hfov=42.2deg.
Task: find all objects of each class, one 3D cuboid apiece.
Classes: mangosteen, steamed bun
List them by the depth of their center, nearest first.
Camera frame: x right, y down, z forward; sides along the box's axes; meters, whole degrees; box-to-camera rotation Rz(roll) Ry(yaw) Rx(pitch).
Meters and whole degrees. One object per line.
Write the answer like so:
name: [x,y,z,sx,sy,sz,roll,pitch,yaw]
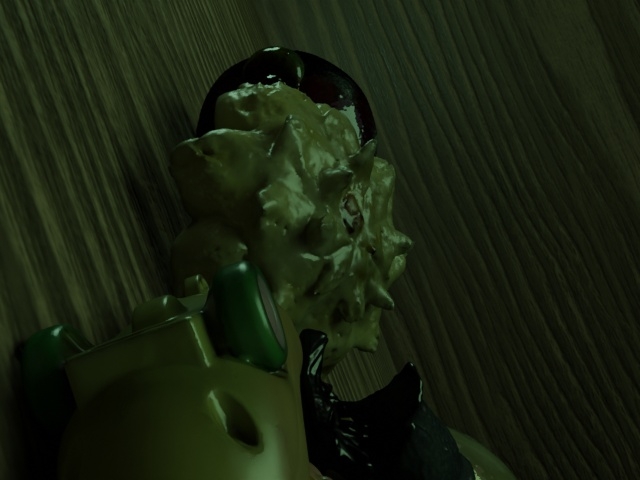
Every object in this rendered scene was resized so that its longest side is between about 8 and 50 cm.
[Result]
steamed bun: [0.000,0.000,0.761,0.292,0.137,0.295,-4,92,-58]
mangosteen: [-0.041,-0.110,0.942,0.216,0.216,0.216,-22,90,-84]

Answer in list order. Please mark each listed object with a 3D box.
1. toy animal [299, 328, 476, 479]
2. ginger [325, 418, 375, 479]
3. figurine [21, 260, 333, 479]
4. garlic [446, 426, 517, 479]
toy animal: [0.072,0.149,0.661,0.210,0.117,0.121,25,26,-33]
ginger: [0.032,0.225,0.737,0.193,0.115,0.122,43,33,-24]
figurine: [-0.050,0.128,0.485,0.324,0.124,0.222,-25,93,-88]
garlic: [0.113,0.353,0.875,0.249,0.286,0.313,12,-47,41]
